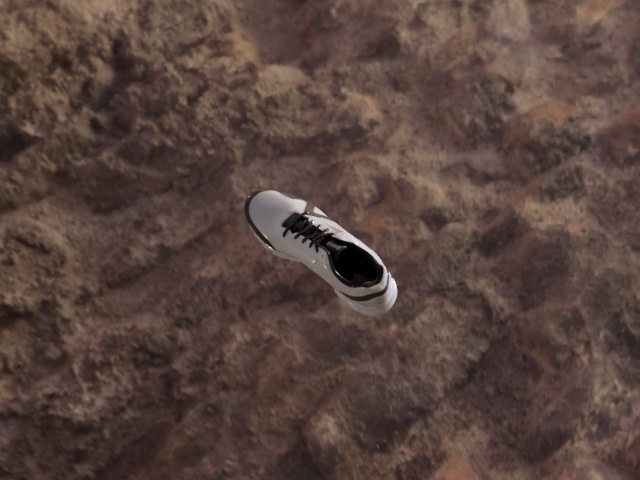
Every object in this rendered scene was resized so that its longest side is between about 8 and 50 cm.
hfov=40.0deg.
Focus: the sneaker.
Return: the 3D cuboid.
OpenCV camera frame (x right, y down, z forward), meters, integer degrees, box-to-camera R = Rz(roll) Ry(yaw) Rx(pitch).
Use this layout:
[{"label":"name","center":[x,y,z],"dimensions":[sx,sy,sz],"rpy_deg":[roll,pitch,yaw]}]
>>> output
[{"label":"sneaker","center":[0.000,0.000,0.517],"dimensions":[0.109,0.043,0.040],"rpy_deg":[34,-103,15]}]
